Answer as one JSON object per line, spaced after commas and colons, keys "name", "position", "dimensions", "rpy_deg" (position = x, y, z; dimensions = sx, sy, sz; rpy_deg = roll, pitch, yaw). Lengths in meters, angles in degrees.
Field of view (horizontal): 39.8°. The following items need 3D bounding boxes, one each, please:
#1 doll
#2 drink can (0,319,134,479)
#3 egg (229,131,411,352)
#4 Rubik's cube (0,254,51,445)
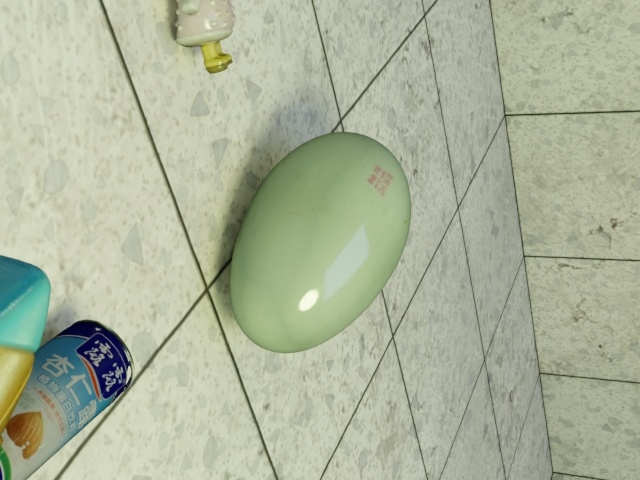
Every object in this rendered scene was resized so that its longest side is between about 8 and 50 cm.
{"name": "doll", "position": [-0.153, -0.315, 1.102], "dimensions": [0.129, 0.081, 0.207], "rpy_deg": [-71, 153, -69]}
{"name": "drink can", "position": [-0.286, 0.172, 0.853], "dimensions": [0.235, 0.097, 0.097], "rpy_deg": [-42, 129, -54]}
{"name": "egg", "position": [0.000, 0.000, 1.264], "dimensions": [0.371, 0.230, 0.230], "rpy_deg": [-62, 144, -33]}
{"name": "Rubik's cube", "position": [-0.351, 0.103, 0.599], "dimensions": [0.254, 0.254, 0.254], "rpy_deg": [-8, 99, -63]}
